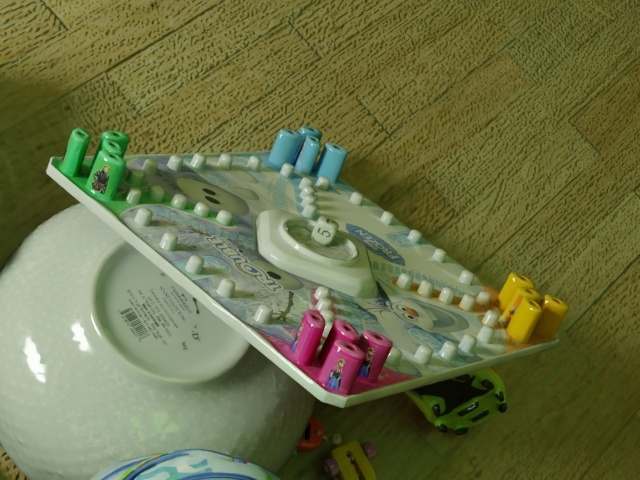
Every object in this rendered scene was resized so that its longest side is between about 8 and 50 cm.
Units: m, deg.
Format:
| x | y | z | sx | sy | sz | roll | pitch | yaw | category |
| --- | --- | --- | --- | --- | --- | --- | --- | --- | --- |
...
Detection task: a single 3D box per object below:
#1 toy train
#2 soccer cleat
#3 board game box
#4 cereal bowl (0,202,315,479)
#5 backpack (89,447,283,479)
| x | y | z | sx | sy | sz | roll | pitch | yaw | category |
| --- | --- | --- | --- | --- | --- | --- | --- | --- | --- |
| -0.006 | 0.248 | 1.375 | 0.125 | 0.046 | 0.166 | 8 | 60 | -18 | toy train |
| 0.100 | 0.114 | 1.419 | 0.289 | 0.093 | 0.121 | 33 | 25 | -44 | soccer cleat |
| 0.000 | 0.000 | 1.319 | 0.390 | 0.050 | 0.390 | 37 | 25 | 29 | board game box |
| -0.151 | 0.092 | 1.298 | 0.338 | 0.141 | 0.339 | 10 | 58 | -16 | cereal bowl |
| -0.124 | 0.346 | 1.107 | 0.290 | 0.273 | 0.356 | 21 | 61 | -14 | backpack |
